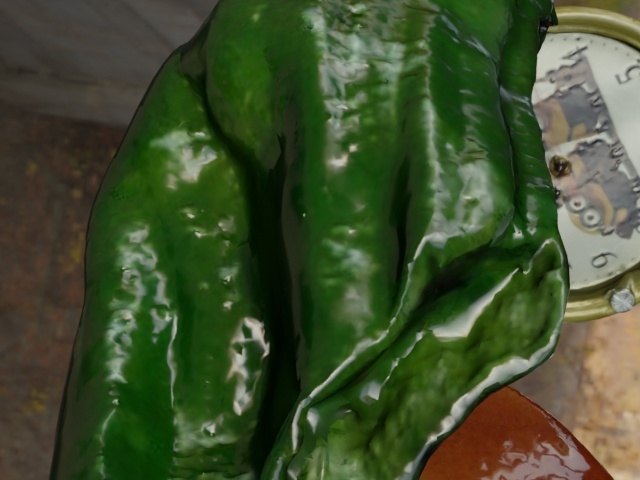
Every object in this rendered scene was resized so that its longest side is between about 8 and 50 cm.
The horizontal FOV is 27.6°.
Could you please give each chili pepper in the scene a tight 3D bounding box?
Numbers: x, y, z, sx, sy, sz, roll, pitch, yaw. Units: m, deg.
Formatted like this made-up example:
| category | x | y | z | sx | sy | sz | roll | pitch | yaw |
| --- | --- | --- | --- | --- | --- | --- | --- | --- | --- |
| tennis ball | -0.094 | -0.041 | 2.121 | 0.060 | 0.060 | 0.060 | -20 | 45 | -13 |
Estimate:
| category | x | y | z | sx | sy | sz | roll | pitch | yaw |
| --- | --- | --- | --- | --- | --- | --- | --- | --- | --- |
| chili pepper | -0.007 | -0.007 | 0.542 | 0.213 | 0.167 | 0.385 | 122 | -10 | -50 |

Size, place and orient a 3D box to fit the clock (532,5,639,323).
| category | x | y | z | sx | sy | sz | roll | pitch | yaw |
| --- | --- | --- | --- | --- | --- | --- | --- | --- | --- |
| clock | 0.176 | -0.056 | 0.954 | 0.057 | 0.237 | 0.237 | -86 | -179 | -75 |

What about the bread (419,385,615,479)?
| category | x | y | z | sx | sy | sz | roll | pitch | yaw |
| --- | --- | --- | --- | --- | --- | --- | --- | --- | --- |
| bread | 0.111 | 0.237 | 0.861 | 0.114 | 0.328 | 0.295 | -34 | -174 | -28 |
